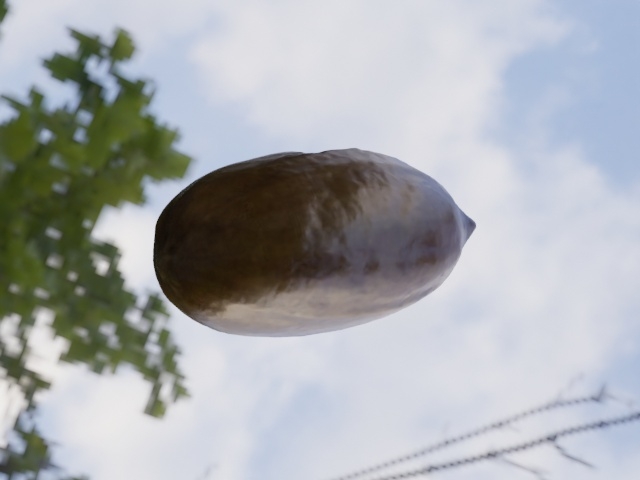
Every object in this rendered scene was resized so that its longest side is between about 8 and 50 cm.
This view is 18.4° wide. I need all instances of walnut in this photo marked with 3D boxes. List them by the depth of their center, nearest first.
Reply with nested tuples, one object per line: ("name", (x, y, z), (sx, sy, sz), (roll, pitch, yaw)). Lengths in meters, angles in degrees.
("walnut", (0.000, 0.000, 1.129), (0.116, 0.207, 0.116), (29, -57, 59))
